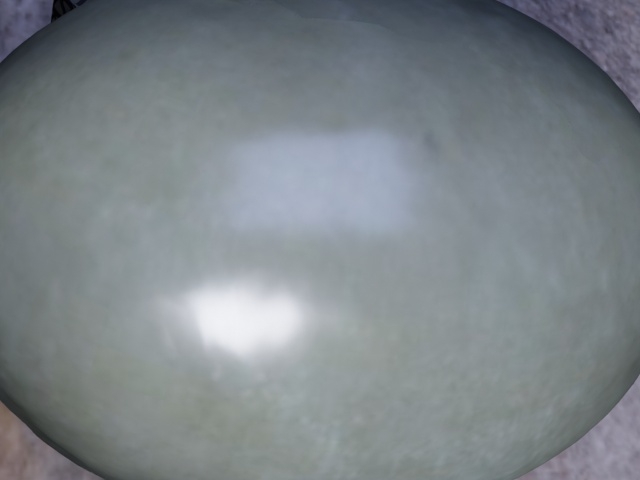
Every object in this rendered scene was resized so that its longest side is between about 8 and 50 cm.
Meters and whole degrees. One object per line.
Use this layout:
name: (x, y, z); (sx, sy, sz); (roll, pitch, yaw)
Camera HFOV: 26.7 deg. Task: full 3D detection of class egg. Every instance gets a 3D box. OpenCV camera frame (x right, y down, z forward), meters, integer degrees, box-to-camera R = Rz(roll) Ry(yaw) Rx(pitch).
egg: (0.000, 0.000, 0.626); (0.352, 0.258, 0.258); (6, 62, -16)

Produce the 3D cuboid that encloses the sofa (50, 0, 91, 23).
sofa: (-0.096, -0.137, 0.775); (0.118, 0.060, 0.039); (-30, 71, -30)
